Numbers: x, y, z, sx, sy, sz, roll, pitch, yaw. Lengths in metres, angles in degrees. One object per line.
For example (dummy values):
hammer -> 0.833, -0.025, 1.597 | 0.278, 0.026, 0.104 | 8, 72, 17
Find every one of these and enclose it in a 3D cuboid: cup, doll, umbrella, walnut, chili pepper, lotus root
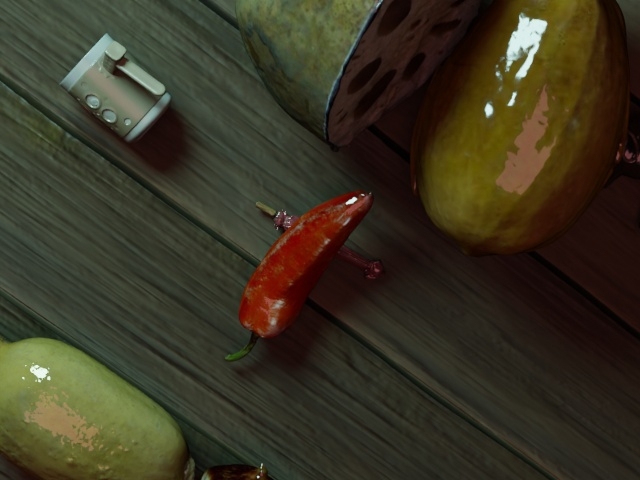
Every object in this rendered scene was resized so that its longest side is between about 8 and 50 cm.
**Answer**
cup -> -0.203, -0.164, 1.336 | 0.099, 0.074, 0.102 | 43, 128, -13
doll -> 0.347, -0.092, 1.381 | 0.139, 0.057, 0.165 | 14, 96, -3
umbrella -> 0.000, 0.000, 1.416 | 0.165, 0.025, 0.027 | 28, 81, -10
walnut -> 0.215, -0.141, 1.290 | 0.209, 0.209, 0.336 | 19, 104, -6
chili pepper -> -0.031, 0.035, 1.391 | 0.071, 0.063, 0.272 | 30, 117, -13
lotus root -> -0.271, 0.202, 1.409 | 0.303, 0.131, 0.146 | 33, 101, -9
lotus root -> 0.035, -0.240, 1.247 | 0.192, 0.272, 0.272 | 41, 103, 24

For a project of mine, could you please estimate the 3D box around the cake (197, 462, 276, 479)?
cake -> -0.082, 0.390, 1.438 | 0.199, 0.196, 0.293 | 21, 99, -8
